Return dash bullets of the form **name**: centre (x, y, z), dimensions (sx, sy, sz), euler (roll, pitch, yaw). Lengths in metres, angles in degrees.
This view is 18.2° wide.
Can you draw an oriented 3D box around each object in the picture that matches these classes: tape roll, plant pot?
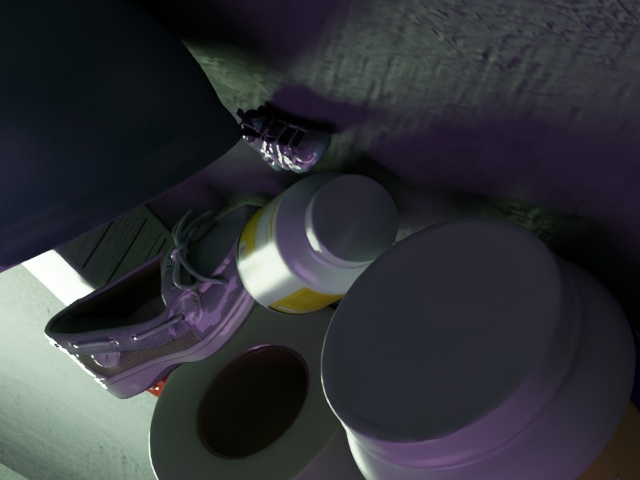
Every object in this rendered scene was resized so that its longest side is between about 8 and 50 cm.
- **tape roll**: centre (-0.026, 0.201, 1.993), dimensions (0.246, 0.246, 0.169), euler (13, 153, 43)
- **plant pot**: centre (-0.234, -0.106, 1.542), dimensions (0.293, 0.293, 0.196), euler (-6, 113, 61)

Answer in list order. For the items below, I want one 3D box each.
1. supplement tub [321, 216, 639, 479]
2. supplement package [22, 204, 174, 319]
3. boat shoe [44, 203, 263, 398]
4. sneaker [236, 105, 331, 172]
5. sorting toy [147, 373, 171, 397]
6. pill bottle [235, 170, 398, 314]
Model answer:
- **supplement tub**: centre (0.168, 0.156, 1.593), dimensions (0.241, 0.241, 0.331), euler (13, 154, 42)
- **supplement package**: centre (-0.239, -0.006, 2.006), dimensions (0.105, 0.105, 0.179), euler (11, 152, 41)
- **boat shoe**: centre (-0.145, 0.051, 1.878), dimensions (0.103, 0.118, 0.320), euler (32, 142, -21)
- **sneaker**: centre (-0.038, -0.086, 1.604), dimensions (0.069, 0.038, 0.098), euler (38, 160, -21)
- **sorting toy**: centre (-0.102, 0.179, 2.290), dimensions (0.255, 0.089, 0.257), euler (16, 156, 38)
- **pill bottle**: centre (0.000, 0.000, 1.664), dimensions (0.103, 0.103, 0.184), euler (34, 161, -9)
